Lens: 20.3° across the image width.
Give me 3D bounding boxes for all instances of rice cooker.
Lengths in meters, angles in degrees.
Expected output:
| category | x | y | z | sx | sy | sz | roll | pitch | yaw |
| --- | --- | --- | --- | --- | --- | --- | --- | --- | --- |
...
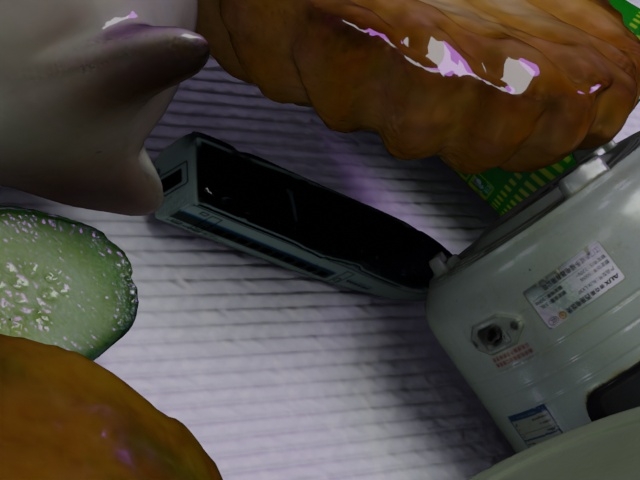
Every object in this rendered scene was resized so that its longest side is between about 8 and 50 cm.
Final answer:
| category | x | y | z | sx | sy | sz | roll | pitch | yaw |
| --- | --- | --- | --- | --- | --- | --- | --- | --- | --- |
| rice cooker | 0.204 | 0.062 | 1.125 | 0.244 | 0.226 | 0.226 | 58 | 33 | -2 |

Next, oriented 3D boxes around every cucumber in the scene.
| category | x | y | z | sx | sy | sz | roll | pitch | yaw |
| --- | --- | --- | --- | --- | --- | --- | --- | --- | --- |
| cucumber | -0.183 | 0.045 | 0.876 | 0.244 | 0.063 | 0.115 | -11 | 69 | -53 |

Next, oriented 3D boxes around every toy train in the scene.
| category | x | y | z | sx | sy | sz | roll | pitch | yaw |
| --- | --- | --- | --- | --- | --- | --- | --- | --- | --- |
| toy train | 0.001 | 0.000 | 1.150 | 0.252 | 0.048 | 0.055 | 23 | 48 | -40 |

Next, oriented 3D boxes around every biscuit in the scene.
| category | x | y | z | sx | sy | sz | roll | pitch | yaw |
| --- | --- | --- | --- | --- | --- | --- | --- | --- | --- |
| biscuit | 0.044 | -0.142 | 1.108 | 0.326 | 0.107 | 0.325 | 19 | 29 | -11 |

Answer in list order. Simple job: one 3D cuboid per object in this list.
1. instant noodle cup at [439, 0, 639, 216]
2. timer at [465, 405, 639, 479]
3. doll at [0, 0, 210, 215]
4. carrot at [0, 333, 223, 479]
| category | x | y | z | sx | sy | sz | roll | pitch | yaw |
| --- | --- | --- | --- | --- | --- | --- | --- | --- | --- |
| instant noodle cup | 0.118 | -0.142 | 1.326 | 0.233 | 0.207 | 0.207 | 37 | 32 | 3 |
| timer | 0.184 | 0.274 | 0.888 | 0.291 | 0.291 | 0.315 | -35 | 103 | -57 |
| doll | -0.204 | -0.195 | 0.983 | 0.226 | 0.215 | 0.370 | -9 | 63 | -24 |
| carrot | -0.135 | 0.190 | 0.606 | 0.241 | 0.241 | 0.340 | 29 | 32 | -23 |
